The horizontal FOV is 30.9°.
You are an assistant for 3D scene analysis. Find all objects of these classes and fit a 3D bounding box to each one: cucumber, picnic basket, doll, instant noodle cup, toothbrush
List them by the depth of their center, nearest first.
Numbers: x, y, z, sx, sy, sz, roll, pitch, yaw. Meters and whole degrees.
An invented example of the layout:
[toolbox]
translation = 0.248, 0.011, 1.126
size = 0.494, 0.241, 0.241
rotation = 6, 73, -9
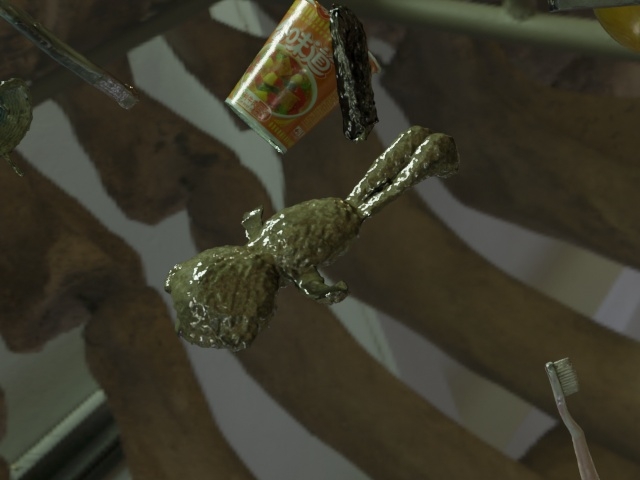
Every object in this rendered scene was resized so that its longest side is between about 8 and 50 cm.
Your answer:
[picnic basket]
translation = -0.256, -0.092, 0.902
size = 0.083, 0.083, 0.065
rotation = -31, -41, -34
[doll]
translation = -0.012, -0.007, 1.066
size = 0.286, 0.203, 0.091
rotation = -56, -37, -28
[toothbrush]
translation = 0.298, 0.232, 1.310
size = 0.025, 0.030, 0.307
rotation = -105, -8, -49
[cucumber]
translation = 0.040, -0.219, 1.512
size = 0.053, 0.053, 0.181
rotation = -23, -75, -51
[instant noodle cup]
translation = -0.034, -0.227, 1.641
size = 0.185, 0.168, 0.168
rotation = -49, -49, -1

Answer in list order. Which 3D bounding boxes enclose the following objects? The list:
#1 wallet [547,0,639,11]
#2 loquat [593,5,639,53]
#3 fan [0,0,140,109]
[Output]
[wallet]
translation = 0.292, -0.265, 1.005
size = 0.232, 0.025, 0.119
rotation = -8, -87, -22
[loquat]
translation = 0.411, -0.289, 1.275
size = 0.246, 0.213, 0.213
rotation = 50, -143, 13
[fan]
translation = -0.233, -0.172, 1.059
size = 0.023, 0.057, 0.282
rotation = -52, -16, 1
